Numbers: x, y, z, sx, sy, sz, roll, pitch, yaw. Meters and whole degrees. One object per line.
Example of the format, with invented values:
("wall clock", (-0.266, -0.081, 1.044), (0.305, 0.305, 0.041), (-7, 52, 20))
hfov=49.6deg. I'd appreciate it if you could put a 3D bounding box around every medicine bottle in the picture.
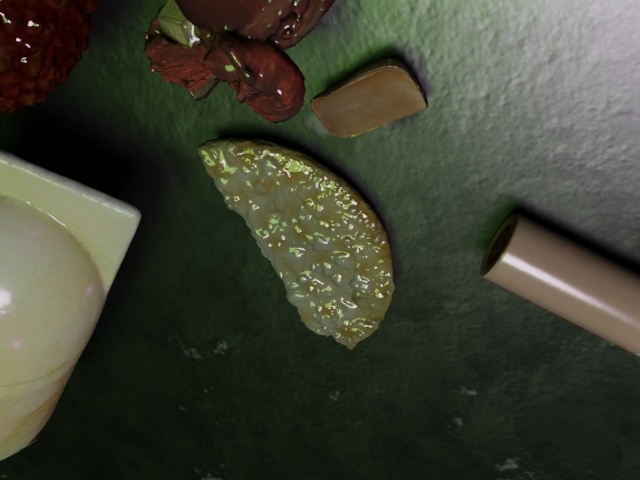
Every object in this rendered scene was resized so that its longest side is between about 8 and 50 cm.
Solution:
("medicine bottle", (-0.363, 0.058, 0.763), (0.236, 0.235, 0.406), (33, 127, -5))

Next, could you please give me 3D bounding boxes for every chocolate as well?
("chocolate", (0.044, -0.130, 0.627), (0.101, 0.031, 0.064), (-21, 132, 33))

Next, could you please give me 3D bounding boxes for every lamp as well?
("lamp", (-0.066, -0.215, 0.526), (0.151, 0.215, 0.223), (24, 99, -38))

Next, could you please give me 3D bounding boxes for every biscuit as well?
("biscuit", (0.000, -0.001, 0.725), (0.141, 0.038, 0.289), (-17, 118, 26))

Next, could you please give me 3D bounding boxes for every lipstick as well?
("lipstick", (0.281, 0.061, 0.654), (0.255, 0.070, 0.070), (27, 127, 0))

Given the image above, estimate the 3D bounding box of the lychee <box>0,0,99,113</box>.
("lychee", (-0.313, -0.232, 0.539), (0.264, 0.264, 0.300), (-17, 135, 28))
